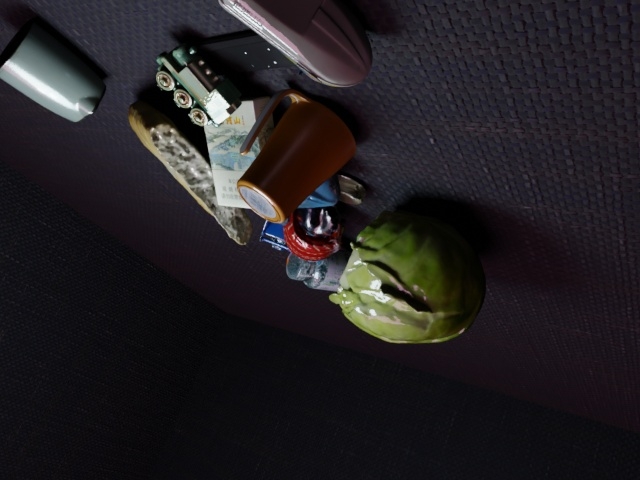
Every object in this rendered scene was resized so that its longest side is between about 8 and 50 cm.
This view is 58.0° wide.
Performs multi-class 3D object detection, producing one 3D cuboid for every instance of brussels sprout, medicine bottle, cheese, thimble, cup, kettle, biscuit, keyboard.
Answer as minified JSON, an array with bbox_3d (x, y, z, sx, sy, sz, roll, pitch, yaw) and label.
[{"bbox_3d":[0.248,0.113,1.523,0.361,0.342,0.425,28,173,10],"label":"brussels sprout"},{"bbox_3d":[0.034,0.096,1.906,0.293,0.141,0.141,10,171,-33],"label":"medicine bottle"},{"bbox_3d":[0.039,-0.144,1.537,0.171,0.048,0.092,24,164,16],"label":"cheese"},{"bbox_3d":[-0.026,-0.040,1.685,0.163,0.190,0.125,-20,165,-14],"label":"thimble"},{"bbox_3d":[-0.066,-0.188,1.254,0.182,0.264,0.226,12,148,51],"label":"cup"},{"bbox_3d":[-0.690,-0.430,1.497,0.236,0.161,0.221,36,-175,-39],"label":"kettle"},{"bbox_3d":[-0.356,-0.201,1.579,0.429,0.104,0.446,51,173,-34],"label":"biscuit"},{"bbox_3d":[-0.158,-0.383,1.177,0.309,0.018,0.101,7,156,40],"label":"keyboard"}]

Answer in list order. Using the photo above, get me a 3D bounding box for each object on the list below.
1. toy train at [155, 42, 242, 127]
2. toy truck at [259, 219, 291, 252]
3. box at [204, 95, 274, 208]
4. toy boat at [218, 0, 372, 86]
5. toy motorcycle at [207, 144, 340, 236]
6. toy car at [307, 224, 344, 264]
[{"bbox_3d":[-0.264,-0.336,1.245,0.125,0.081,0.194,-23,117,40],"label":"toy train"},{"bbox_3d":[-0.122,-0.031,1.853,0.113,0.126,0.208,20,177,4],"label":"toy truck"},{"bbox_3d":[-0.183,-0.207,1.368,0.164,0.069,0.256,7,115,33],"label":"box"},{"bbox_3d":[-0.037,-0.355,0.948,0.140,0.141,0.269,1,153,48],"label":"toy boat"},{"bbox_3d":[-0.103,-0.176,1.477,0.416,0.172,0.232,38,146,2],"label":"toy motorcycle"},{"bbox_3d":[0.000,0.000,1.809,0.126,0.161,0.098,17,171,14],"label":"toy car"}]
